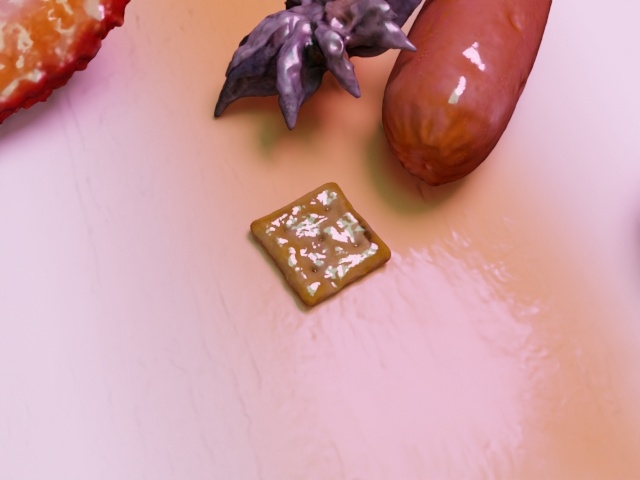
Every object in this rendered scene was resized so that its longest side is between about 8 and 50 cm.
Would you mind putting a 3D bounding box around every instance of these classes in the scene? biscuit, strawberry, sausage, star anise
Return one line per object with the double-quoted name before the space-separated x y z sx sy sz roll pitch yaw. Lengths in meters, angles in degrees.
"biscuit" 0.000 0.000 0.608 0.081 0.018 0.083 -28 66 -21
"strawberry" -0.260 -0.169 0.637 0.190 0.111 0.237 31 84 0
"sausage" 0.124 -0.158 0.661 0.113 0.114 0.259 23 58 6
"star anise" 0.002 -0.174 0.650 0.204 0.061 0.181 -16 40 26
